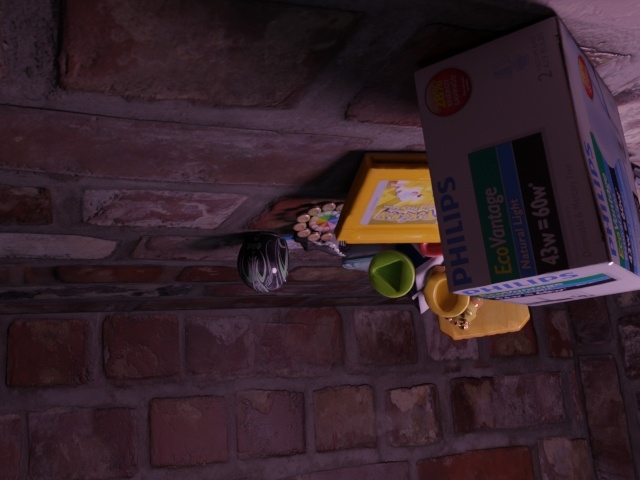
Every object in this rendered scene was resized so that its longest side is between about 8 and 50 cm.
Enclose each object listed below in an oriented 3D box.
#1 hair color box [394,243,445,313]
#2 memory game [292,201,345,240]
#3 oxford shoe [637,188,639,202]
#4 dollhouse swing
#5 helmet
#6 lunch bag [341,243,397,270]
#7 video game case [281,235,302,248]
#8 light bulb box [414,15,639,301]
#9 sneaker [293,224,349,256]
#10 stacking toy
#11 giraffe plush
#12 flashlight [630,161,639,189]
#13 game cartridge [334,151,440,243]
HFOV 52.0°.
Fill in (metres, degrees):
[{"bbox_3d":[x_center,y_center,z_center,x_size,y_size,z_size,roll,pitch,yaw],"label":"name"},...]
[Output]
[{"bbox_3d":[0.334,0.079,1.997,0.174,0.105,0.347,-34,151,-7],"label":"hair color box"},{"bbox_3d":[0.017,-0.048,1.751,0.186,0.012,0.186,-9,150,-5],"label":"memory game"},{"bbox_3d":[0.697,-0.033,1.739,0.348,0.123,0.130,-45,146,10],"label":"oxford shoe"},{"bbox_3d":[0.559,0.201,2.314,0.347,0.304,0.315,-11,162,12],"label":"dollhouse swing"},{"bbox_3d":[-0.170,0.071,1.955,0.170,0.161,0.169,4,162,1],"label":"helmet"},{"bbox_3d":[0.201,0.044,2.115,0.224,0.107,0.279,-12,165,28],"label":"lunch bag"},{"bbox_3d":[-0.060,0.005,2.067,0.166,0.015,0.119,-2,167,-10],"label":"video game case"},{"bbox_3d":[0.348,-0.091,1.036,0.225,0.357,0.361,-15,164,33],"label":"light bulb box"},{"bbox_3d":[0.000,0.000,1.943,0.106,0.078,0.234,-9,163,29],"label":"sneaker"},{"bbox_3d":[0.284,0.029,1.770,0.280,0.308,0.130,8,-164,25],"label":"stacking toy"},{"bbox_3d":[0.396,0.163,1.899,0.210,0.170,0.181,-46,151,14],"label":"giraffe plush"},{"bbox_3d":[0.603,-0.155,1.417,0.304,0.103,0.103,8,159,-39],"label":"flashlight"},{"bbox_3d":[0.200,-0.086,1.499,0.286,0.052,0.323,-1,149,-13],"label":"game cartridge"}]
